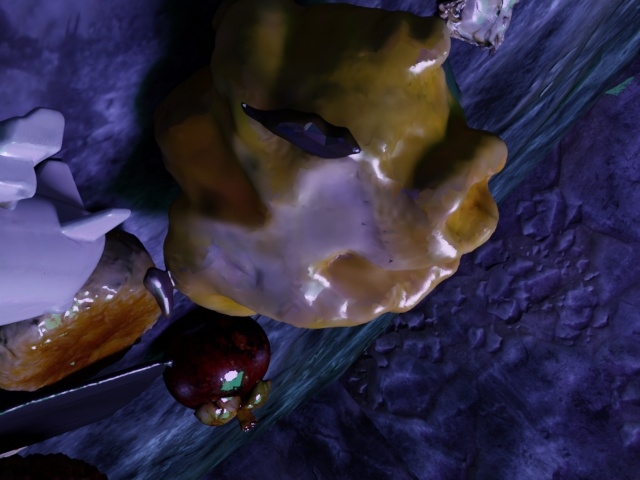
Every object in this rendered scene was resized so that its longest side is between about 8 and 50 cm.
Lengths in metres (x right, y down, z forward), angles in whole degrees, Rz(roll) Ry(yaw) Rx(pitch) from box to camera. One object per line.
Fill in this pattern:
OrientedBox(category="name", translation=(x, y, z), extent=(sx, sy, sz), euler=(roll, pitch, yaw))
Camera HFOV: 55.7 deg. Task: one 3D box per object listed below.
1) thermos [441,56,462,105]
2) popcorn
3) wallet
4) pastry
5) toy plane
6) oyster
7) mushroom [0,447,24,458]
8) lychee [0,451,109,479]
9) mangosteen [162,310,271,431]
OrientedBox(category="thermos", translation=(0.140, -0.209, 0.775), extent=(0.083, 0.073, 0.188), euler=(-43, 163, 10))
OrientedBox(category="popcorn", translation=(-0.004, -0.071, 0.530), extent=(0.316, 0.297, 0.281), euler=(-8, -148, 35))
OrientedBox(category="wallet", translation=(-0.325, 0.210, 0.703), extent=(0.247, 0.041, 0.323), euler=(-15, 167, -34))
OrientedBox(category="pastry", translation=(-0.239, 0.066, 0.593), extent=(0.182, 0.093, 0.192), euler=(-36, 164, -7))
OrientedBox(category="toy plane", translation=(-0.244, 0.003, 0.372), extent=(0.267, 0.122, 0.267), euler=(-25, 172, -4))
OrientedBox(category="oyster", translation=(0.209, -0.292, 0.757), extent=(0.166, 0.053, 0.108), euler=(-17, 145, -53))
OrientedBox(category="mushroom", translation=(-0.470, 0.301, 0.802), extent=(0.026, 0.028, 0.286), euler=(-47, 168, 18))
OrientedBox(category="lychee", translation=(-0.321, 0.351, 0.616), extent=(0.267, 0.267, 0.267), euler=(-37, 163, -13))
OrientedBox(category="mangosteen", translation=(-0.155, 0.210, 0.971), extent=(0.200, 0.200, 0.200), euler=(-37, 163, -13))
